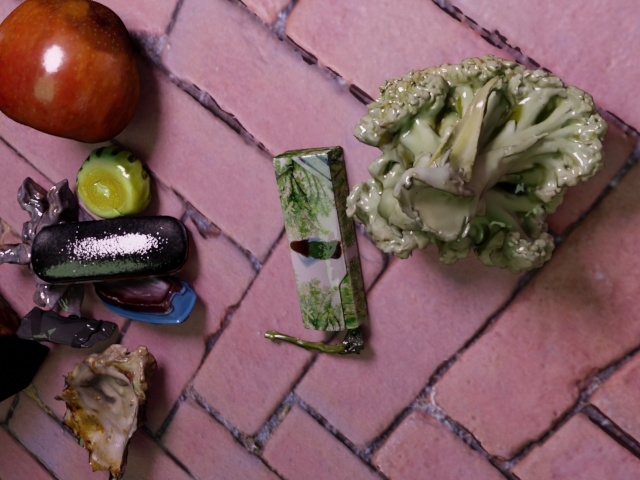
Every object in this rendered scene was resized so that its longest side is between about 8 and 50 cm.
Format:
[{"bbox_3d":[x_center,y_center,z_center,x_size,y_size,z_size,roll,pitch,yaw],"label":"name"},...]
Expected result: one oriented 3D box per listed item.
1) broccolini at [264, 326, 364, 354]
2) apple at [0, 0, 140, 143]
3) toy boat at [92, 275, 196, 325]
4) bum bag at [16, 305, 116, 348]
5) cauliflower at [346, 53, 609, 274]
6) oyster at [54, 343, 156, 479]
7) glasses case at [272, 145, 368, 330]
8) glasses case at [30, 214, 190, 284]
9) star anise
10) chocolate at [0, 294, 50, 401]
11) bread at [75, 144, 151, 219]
[{"bbox_3d":[-0.007,0.167,1.177,0.194,0.054,0.052,-6,125,32],"label":"broccolini"},{"bbox_3d":[-0.380,-0.261,1.116,0.230,0.230,0.230,11,114,25],"label":"apple"},{"bbox_3d":[-0.313,0.098,1.295,0.223,0.100,0.097,10,149,31],"label":"toy boat"},{"bbox_3d":[-0.490,0.164,1.392,0.198,0.087,0.049,8,125,15],"label":"bum bag"},{"bbox_3d":[0.167,-0.063,0.855,0.327,0.281,0.260,-26,123,37],"label":"cauliflower"},{"bbox_3d":[-0.413,0.301,1.421,0.221,0.096,0.361,35,122,18],"label":"oyster"},{"bbox_3d":[0.000,0.000,1.092,0.095,0.062,0.272,-1,109,29],"label":"glasses case"},{"bbox_3d":[-0.353,0.016,1.230,0.267,0.067,0.103,-4,77,2],"label":"glasses case"},{"bbox_3d":[-0.503,0.016,1.348,0.212,0.129,0.282,40,116,26],"label":"star anise"},{"bbox_3d":[-0.791,0.176,1.458,0.383,0.384,0.331,-43,69,34],"label":"chocolate"},{"bbox_3d":[-0.348,-0.095,1.240,0.139,0.071,0.130,-33,94,32],"label":"bread"}]
